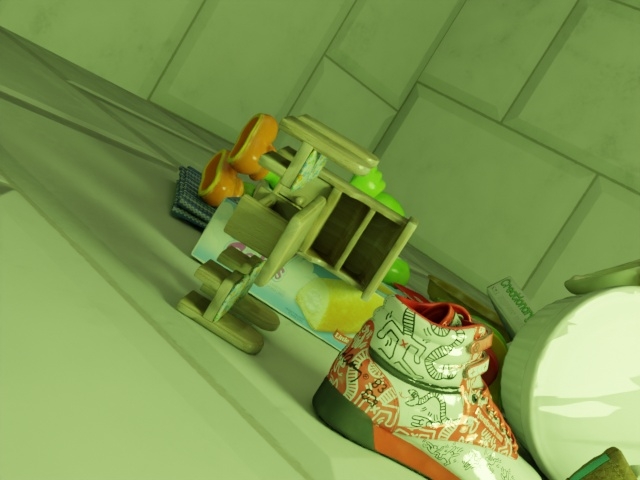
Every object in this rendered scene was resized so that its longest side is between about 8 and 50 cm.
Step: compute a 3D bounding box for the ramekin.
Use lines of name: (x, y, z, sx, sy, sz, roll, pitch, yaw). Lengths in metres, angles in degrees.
ramekin: (0.355, 0.190, 1.010, 0.273, 0.273, 0.127, 30, -7, -12)

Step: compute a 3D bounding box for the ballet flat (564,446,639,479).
ballet flat: (0.405, 0.315, 0.840, 0.342, 0.124, 0.116, 31, 7, -11)

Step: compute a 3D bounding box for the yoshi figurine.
yoshi figurine: (0.002, -0.056, 1.277, 0.362, 0.203, 0.203, 36, 0, -20)

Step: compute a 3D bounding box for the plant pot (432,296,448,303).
plant pot: (0.203, 0.144, 1.395, 0.083, 0.079, 0.083, 31, 6, -4)

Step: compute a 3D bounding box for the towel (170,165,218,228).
towel: (-0.141, -0.027, 1.333, 0.243, 0.040, 0.336, 32, 8, -15)

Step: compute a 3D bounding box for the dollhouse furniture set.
dollhouse furniture set: (0.000, 0.000, 0.831, 0.161, 0.212, 0.242, 32, 15, 3)

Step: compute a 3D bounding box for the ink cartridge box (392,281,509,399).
ink cartridge box: (0.204, 0.161, 1.269, 0.231, 0.078, 0.134, 28, 8, -34)

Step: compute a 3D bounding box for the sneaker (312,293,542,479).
sneaker: (0.138, 0.152, 0.742, 0.270, 0.145, 0.090, 30, 7, -19)

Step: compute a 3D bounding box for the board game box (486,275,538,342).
board game box: (0.365, 0.204, 1.260, 0.193, 0.053, 0.305, 59, 5, -24)

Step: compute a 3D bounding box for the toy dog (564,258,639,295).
toy dog: (0.600, 0.199, 1.126, 0.395, 0.285, 0.408, 154, -81, -72)

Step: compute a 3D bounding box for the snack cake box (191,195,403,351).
snack cake box: (-0.023, 0.047, 1.042, 0.264, 0.089, 0.152, 32, 7, 2)

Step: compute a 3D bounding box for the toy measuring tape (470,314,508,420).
toy measuring tape: (0.256, 0.193, 1.125, 0.330, 0.121, 0.121, 31, 7, -10)

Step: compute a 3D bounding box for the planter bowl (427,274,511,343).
planter bowl: (0.282, 0.162, 1.572, 0.217, 0.090, 0.217, 31, 7, -4)
